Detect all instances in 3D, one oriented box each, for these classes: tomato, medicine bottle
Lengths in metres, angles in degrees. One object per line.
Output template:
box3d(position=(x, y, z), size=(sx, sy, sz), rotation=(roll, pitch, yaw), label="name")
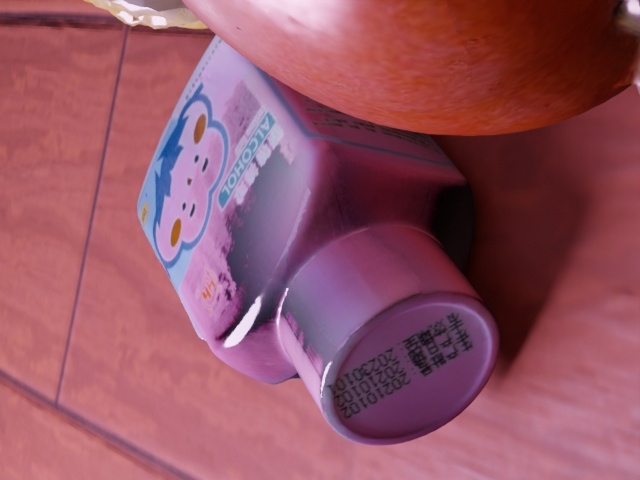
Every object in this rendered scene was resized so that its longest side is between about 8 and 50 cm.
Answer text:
box3d(position=(0.048, -0.162, 0.501), size=(0.224, 0.256, 0.255), rotation=(28, 106, 31), label="tomato")
box3d(position=(0.000, 0.000, 0.672), size=(0.119, 0.094, 0.188), rotation=(-62, 37, 23), label="medicine bottle")

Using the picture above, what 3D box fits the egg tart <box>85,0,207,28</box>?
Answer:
box3d(position=(-0.034, -0.227, 0.682), size=(0.279, 0.095, 0.279), rotation=(-4, 77, 16), label="egg tart")
